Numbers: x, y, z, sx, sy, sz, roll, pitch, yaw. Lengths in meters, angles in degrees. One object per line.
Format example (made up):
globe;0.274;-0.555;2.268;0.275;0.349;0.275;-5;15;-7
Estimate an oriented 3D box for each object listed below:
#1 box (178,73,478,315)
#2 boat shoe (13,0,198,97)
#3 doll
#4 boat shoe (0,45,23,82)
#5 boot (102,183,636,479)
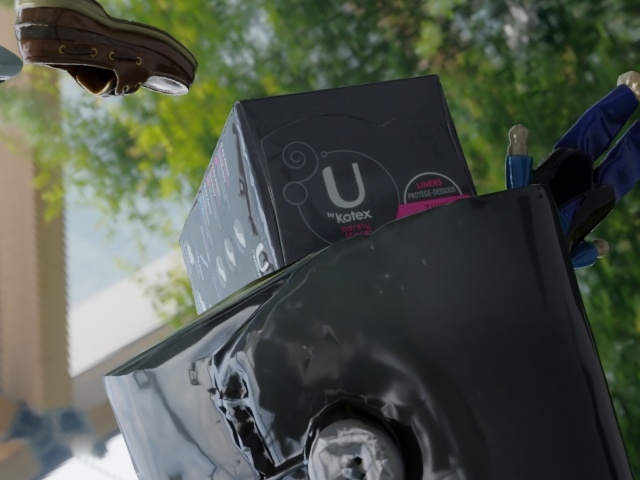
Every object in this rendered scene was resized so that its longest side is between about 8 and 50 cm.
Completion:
box;0.000;0.000;1.166;0.165;0.270;0.143;-10;-108;-18
boat shoe;-0.159;-0.133;1.103;0.178;0.064;0.060;19;-108;-54
doll;0.185;-0.041;1.112;0.189;0.046;0.129;-49;-67;-12
boat shoe;-0.381;-0.157;1.456;0.183;0.083;0.065;0;-145;-46
boot;0.135;0.185;0.553;0.146;0.367;0.445;17;-126;-64
